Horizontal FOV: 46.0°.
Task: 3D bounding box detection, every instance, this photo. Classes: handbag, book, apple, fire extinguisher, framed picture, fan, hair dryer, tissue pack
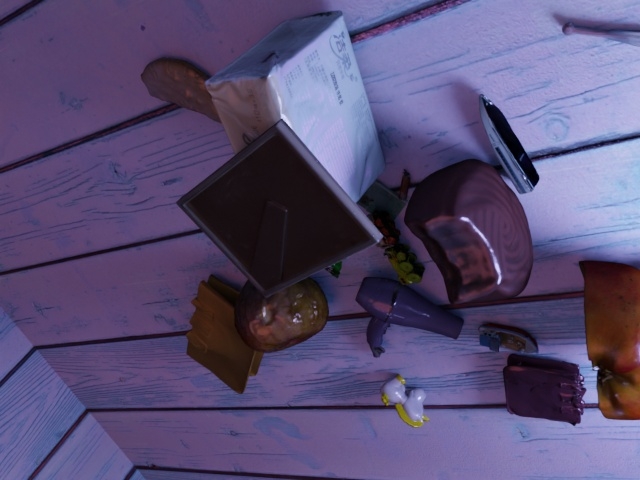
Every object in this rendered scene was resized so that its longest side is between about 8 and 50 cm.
[{"bbox_3d":[-0.312,0.309,2.527,0.283,0.133,0.401,31,137,12],"label":"handbag"},{"bbox_3d":[0.148,-0.105,1.955,0.135,0.017,0.103,34,136,0],"label":"book"},{"bbox_3d":[0.667,0.225,1.681,0.329,0.365,0.295,35,118,6],"label":"apple"},{"bbox_3d":[0.619,0.408,2.078,0.216,0.074,0.203,2,128,28],"label":"handbag"},{"bbox_3d":[0.209,-0.140,1.885,0.028,0.022,0.083,45,146,36],"label":"fire extinguisher"},{"bbox_3d":[-0.107,-0.049,1.678,0.326,0.028,0.446,49,140,-13],"label":"framed picture"},{"bbox_3d":[0.603,-0.380,1.434,0.282,0.023,0.057,14,142,21],"label":"fan"},{"bbox_3d":[0.222,0.254,2.189,0.301,0.121,0.361,23,146,1],"label":"hair dryer"},{"bbox_3d":[-0.039,-0.259,1.709,0.205,0.332,0.405,4,129,34],"label":"tissue pack"}]

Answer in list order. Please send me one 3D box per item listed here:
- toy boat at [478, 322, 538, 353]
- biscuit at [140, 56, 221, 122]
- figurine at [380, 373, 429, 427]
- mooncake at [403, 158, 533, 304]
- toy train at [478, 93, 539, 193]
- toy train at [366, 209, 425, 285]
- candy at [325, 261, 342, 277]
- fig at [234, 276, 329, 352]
[{"bbox_3d":[0.505,0.271,2.036,0.173,0.059,0.069,12,132,23],"label":"toy boat"},{"bbox_3d":[-0.354,-0.406,1.982,0.290,0.038,0.141,25,136,11],"label":"biscuit"},{"bbox_3d":[0.265,0.500,2.332,0.178,0.129,0.109,36,134,-1],"label":"figurine"},{"bbox_3d":[0.342,-0.022,1.704,0.174,0.334,0.325,-18,76,39],"label":"mooncake"},{"bbox_3d":[0.405,-0.217,1.677,0.048,0.055,0.252,-13,119,49],"label":"toy train"},{"bbox_3d":[0.194,0.019,1.995,0.085,0.053,0.249,-11,127,38],"label":"toy train"},{"bbox_3d":[0.000,0.002,2.100,0.141,0.078,0.203,12,127,22],"label":"candy"},{"bbox_3d":[-0.139,0.140,2.238,0.286,0.286,0.368,-23,81,42],"label":"fig"}]
